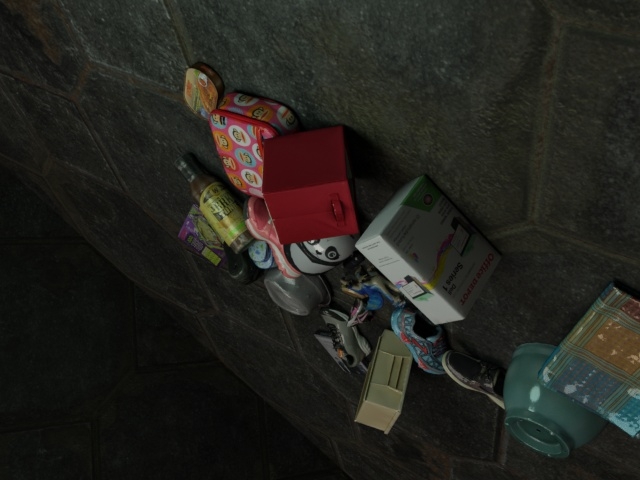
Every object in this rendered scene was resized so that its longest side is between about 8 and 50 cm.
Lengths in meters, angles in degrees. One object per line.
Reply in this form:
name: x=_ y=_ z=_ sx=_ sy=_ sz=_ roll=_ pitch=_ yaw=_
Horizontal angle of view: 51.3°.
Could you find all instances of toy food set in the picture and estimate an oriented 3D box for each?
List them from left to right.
toy food set: x=0.104 y=0.161 z=2.091 sx=0.082 sy=0.020 sz=0.083 roll=28 pitch=169 yaw=-26

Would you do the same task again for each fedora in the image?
fedora: x=-0.097 y=0.152 z=2.230 sx=0.275 sy=0.124 sz=0.243 roll=50 pitch=151 yaw=-22

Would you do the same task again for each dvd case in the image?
dvd case: x=0.099 y=0.438 z=2.540 sx=0.179 sy=0.029 sz=0.239 roll=1 pitch=135 yaw=51

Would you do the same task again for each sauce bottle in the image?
sauce bottle: x=-0.326 y=-0.119 z=2.064 sx=0.344 sy=0.111 sz=0.111 roll=49 pitch=153 yaw=3

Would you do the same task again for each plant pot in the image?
plant pot: x=0.600 y=0.437 z=1.736 sx=0.293 sy=0.196 sz=0.293 roll=29 pitch=153 yaw=17

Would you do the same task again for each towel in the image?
towel: x=0.672 y=0.275 z=1.471 sx=0.271 sy=0.040 sz=0.370 roll=30 pitch=138 yaw=13

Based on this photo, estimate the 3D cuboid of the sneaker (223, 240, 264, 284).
sneaker: x=-0.255 y=0.056 z=2.217 sx=0.087 sy=0.228 sz=0.130 roll=-27 pitch=139 yaw=13

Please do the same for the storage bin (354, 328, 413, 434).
storage bin: x=0.214 y=0.465 z=2.199 sx=0.123 sy=0.260 sz=0.262 roll=16 pitch=150 yaw=5

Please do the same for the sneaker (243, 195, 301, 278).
sneaker: x=-0.108 y=-0.025 z=2.022 sx=0.136 sy=0.116 sz=0.314 roll=-17 pitch=122 yaw=35

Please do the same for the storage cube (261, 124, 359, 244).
storage cube: x=-0.021 y=-0.128 z=1.547 sx=0.193 sy=0.215 sz=0.184 roll=-9 pitch=139 yaw=7

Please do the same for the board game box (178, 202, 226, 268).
board game box: x=-0.404 y=-0.019 z=2.431 sx=0.208 sy=0.056 sz=0.347 roll=37 pitch=153 yaw=-6

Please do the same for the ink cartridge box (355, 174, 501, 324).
ink cartridge box: x=0.250 y=0.025 z=1.515 sx=0.278 sy=0.201 sz=0.117 roll=44 pitch=153 yaw=-12

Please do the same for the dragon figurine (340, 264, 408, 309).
dragon figurine: x=0.155 y=0.148 z=1.955 sx=0.144 sy=0.085 sz=0.289 roll=46 pitch=151 yaw=-13

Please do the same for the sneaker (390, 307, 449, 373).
sneaker: x=0.322 y=0.304 z=1.975 sx=0.262 sy=0.104 sz=0.125 roll=46 pitch=150 yaw=-15

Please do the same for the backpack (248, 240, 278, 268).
backpack: x=-0.179 y=0.032 z=2.140 sx=0.105 sy=0.084 sz=0.114 roll=13 pitch=110 yaw=40

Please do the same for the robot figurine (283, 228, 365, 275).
robot figurine: x=-0.003 y=0.001 z=1.818 sx=0.278 sy=0.209 sz=0.174 roll=141 pitch=118 yaw=-63

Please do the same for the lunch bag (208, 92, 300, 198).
lunch bag: x=-0.135 y=-0.227 z=1.705 sx=0.258 sy=0.120 sz=0.293 roll=19 pitch=147 yaw=24

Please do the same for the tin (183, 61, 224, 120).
tin: x=-0.306 y=-0.389 z=1.742 sx=0.106 sy=0.040 sz=0.190 roll=34 pitch=153 yaw=1

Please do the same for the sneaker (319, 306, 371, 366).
sneaker: x=0.078 y=0.335 z=2.321 sx=0.100 sy=0.108 sz=0.271 roll=3 pitch=135 yaw=52

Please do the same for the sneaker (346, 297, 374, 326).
sneaker: x=0.133 y=0.247 z=2.161 sx=0.077 sy=0.072 sz=0.178 roll=18 pitch=160 yaw=1

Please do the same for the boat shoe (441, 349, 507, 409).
boat shoe: x=0.489 y=0.399 z=1.927 sx=0.285 sy=0.103 sz=0.092 roll=34 pitch=148 yaw=0
